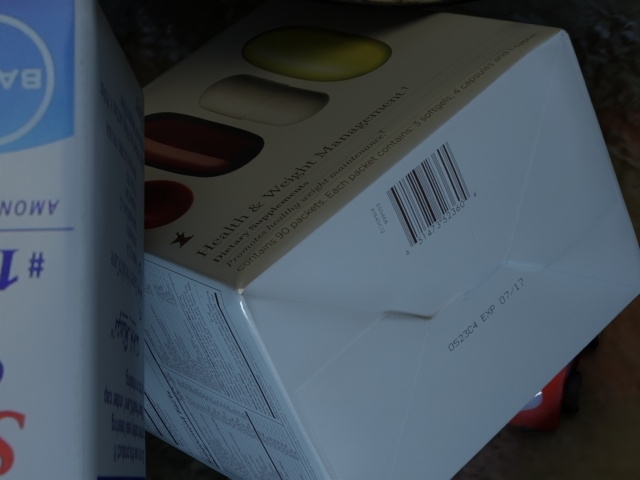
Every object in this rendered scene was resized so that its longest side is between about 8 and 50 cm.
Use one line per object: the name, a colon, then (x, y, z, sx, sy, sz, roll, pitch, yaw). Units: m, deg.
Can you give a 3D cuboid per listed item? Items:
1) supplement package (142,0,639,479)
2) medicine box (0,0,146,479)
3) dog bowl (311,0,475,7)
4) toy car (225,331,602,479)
supplement package: (0.000, 0.000, 0.700, 0.194, 0.149, 0.203, -39, 33, -25)
medicine box: (-0.197, 0.069, 0.517, 0.264, 0.149, 0.289, -2, 80, 0)
dog bowl: (0.007, -0.310, 0.724, 0.408, 0.408, 0.150, -29, 11, -13)
toy car: (0.093, 0.123, 0.702, 0.239, 0.053, 0.225, -34, 56, -17)
